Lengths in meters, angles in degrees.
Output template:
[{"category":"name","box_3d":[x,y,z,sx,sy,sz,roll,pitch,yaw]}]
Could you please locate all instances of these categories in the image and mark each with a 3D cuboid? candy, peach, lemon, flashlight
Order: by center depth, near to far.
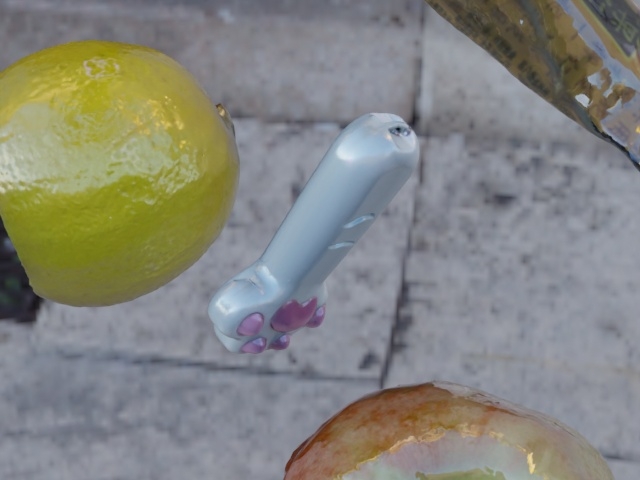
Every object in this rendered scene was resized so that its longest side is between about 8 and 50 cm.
[{"category":"peach","box_3d":[0.089,0.206,1.175,0.232,0.257,0.232,-4,67,8]},{"category":"flashlight","box_3d":[0.000,0.000,1.197,0.093,0.200,0.047,-4,49,-49]},{"category":"candy","box_3d":[0.180,-0.164,1.392,0.271,0.101,0.143,44,40,-6]},{"category":"lemon","box_3d":[-0.180,-0.067,1.654,0.219,0.240,0.240,-18,37,-1]}]
